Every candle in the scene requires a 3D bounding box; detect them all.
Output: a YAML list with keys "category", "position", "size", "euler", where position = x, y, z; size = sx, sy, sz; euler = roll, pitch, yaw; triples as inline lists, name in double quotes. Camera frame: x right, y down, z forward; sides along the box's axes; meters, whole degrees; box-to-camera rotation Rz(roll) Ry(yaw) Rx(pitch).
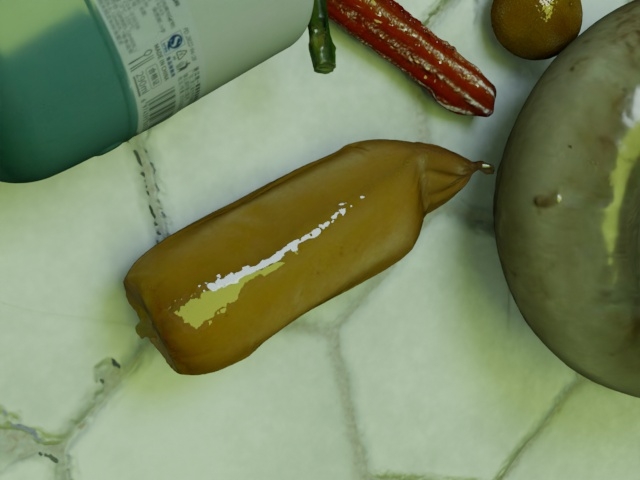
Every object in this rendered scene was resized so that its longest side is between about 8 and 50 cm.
- category: "candle"
  position: [0.028, -0.191, 0.915]
  size: [0.329, 0.048, 0.051]
  euler: [31, 68, -29]

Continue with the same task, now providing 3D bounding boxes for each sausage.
- category: "sausage"
  position: [0.000, -0.005, 0.901]
  size: [0.328, 0.112, 0.112]
  euler: [-29, 111, -21]

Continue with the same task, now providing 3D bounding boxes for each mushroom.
- category: "mushroom"
  position: [0.331, -0.031, 0.962]
  size: [0.362, 0.294, 0.362]
  euler: [-6, 102, -29]

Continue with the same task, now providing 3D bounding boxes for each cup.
- category: "cup"
  position: [-0.162, -0.191, 0.700]
  size: [0.257, 0.219, 0.290]
  euler: [-34, 144, -19]

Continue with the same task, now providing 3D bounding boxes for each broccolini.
- category: "broccolini"
  position: [-0.010, -0.245, 0.856]
  size: [0.057, 0.071, 0.254]
  euler: [25, 61, -69]

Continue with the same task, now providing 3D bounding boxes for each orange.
- category: "orange"
  position: [0.190, -0.197, 0.985]
  size: [0.085, 0.085, 0.085]
  euler: [-5, 101, -27]
